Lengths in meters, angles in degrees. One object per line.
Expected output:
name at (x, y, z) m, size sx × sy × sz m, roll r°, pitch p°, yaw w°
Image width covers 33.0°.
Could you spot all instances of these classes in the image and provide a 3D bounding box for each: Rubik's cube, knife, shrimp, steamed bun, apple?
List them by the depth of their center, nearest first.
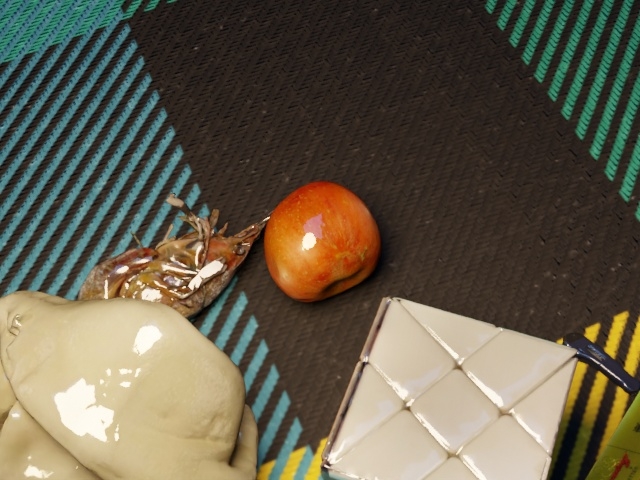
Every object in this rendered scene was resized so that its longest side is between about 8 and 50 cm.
steamed bun at (-0.264, 0.229, 1.218) m, size 0.368 × 0.342 × 0.255 m, roll 6°, pitch 56°, yaw 29°
Rubik's cube at (0.146, 0.231, 1.225) m, size 0.231 × 0.224 × 0.221 m, roll 15°, pitch 61°, yaw 15°
knife at (0.358, 0.158, 1.372) m, size 0.031 × 0.018 × 0.121 m, roll -37°, pitch 60°, yaw -25°
apple at (0.000, 0.000, 1.437) m, size 0.163 × 0.163 × 0.139 m, roll -24°, pitch 75°, yaw -9°
shrimp at (-0.177, 0.021, 1.476) m, size 0.343 × 0.116 × 0.145 m, roll -33°, pitch 73°, yaw -15°

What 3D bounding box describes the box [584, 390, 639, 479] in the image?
box at (0.376, 0.294, 1.217) m, size 0.173 × 0.043 × 0.311 m, roll 7°, pitch 50°, yaw 50°
